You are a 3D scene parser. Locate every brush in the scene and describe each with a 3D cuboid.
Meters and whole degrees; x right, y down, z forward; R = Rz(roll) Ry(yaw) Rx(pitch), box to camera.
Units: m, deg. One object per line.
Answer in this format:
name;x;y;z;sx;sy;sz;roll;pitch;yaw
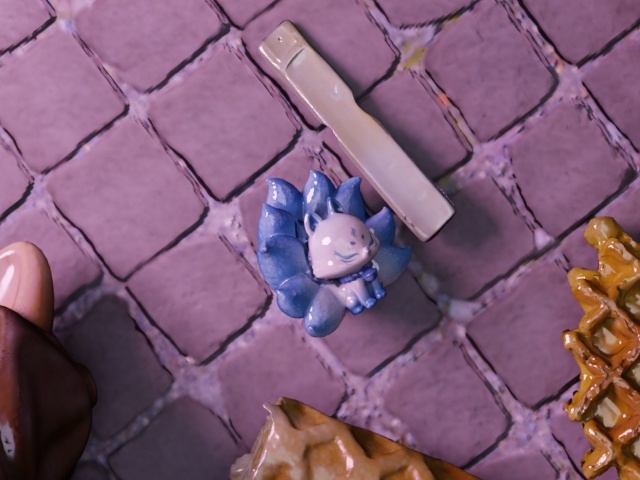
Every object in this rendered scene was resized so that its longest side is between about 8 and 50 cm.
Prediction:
brush;0.025;-0.074;0.798;0.033;0.030;0.178;-41;81;8

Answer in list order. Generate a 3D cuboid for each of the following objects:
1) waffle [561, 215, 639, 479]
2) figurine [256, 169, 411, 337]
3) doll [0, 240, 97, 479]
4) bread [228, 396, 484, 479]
waffle;0.271;0.090;0.777;0.228;0.051;0.232;3;82;-1
figurine;0.000;0.000;0.771;0.114;0.079;0.114;4;79;-24
doll;-0.312;0.109;0.708;0.339;0.209;0.318;9;95;-3
bread;0.069;0.192;0.774;0.269;0.087;0.098;23;88;-2
